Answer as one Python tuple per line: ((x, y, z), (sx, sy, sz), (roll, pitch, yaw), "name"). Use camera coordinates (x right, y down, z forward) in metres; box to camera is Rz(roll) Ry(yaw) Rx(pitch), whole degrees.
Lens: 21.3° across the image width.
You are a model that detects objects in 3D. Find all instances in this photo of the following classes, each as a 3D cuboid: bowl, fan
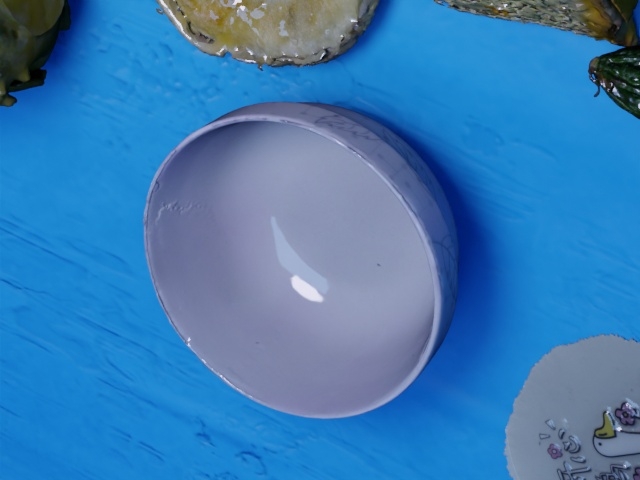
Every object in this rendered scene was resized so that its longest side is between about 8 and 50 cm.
((0.000, 0.000, 1.502), (0.287, 0.144, 0.287), (12, 119, 23), "bowl")
((0.338, 0.173, 1.471), (0.414, 0.012, 0.233), (-17, 100, 34), "fan")

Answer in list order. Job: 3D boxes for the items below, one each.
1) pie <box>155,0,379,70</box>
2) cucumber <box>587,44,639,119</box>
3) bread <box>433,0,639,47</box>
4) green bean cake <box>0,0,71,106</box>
((-0.052, -0.272, 1.451), (0.274, 0.055, 0.274), (12, 119, 24), "pie")
((0.338, -0.107, 1.310), (0.265, 0.077, 0.077), (9, 117, 28), "cucumber")
((0.140, -0.320, 1.271), (0.248, 0.315, 0.279), (9, 85, 22), "bread")
((-0.347, -0.244, 1.489), (0.202, 0.285, 0.310), (-3, 114, 25), "green bean cake")
